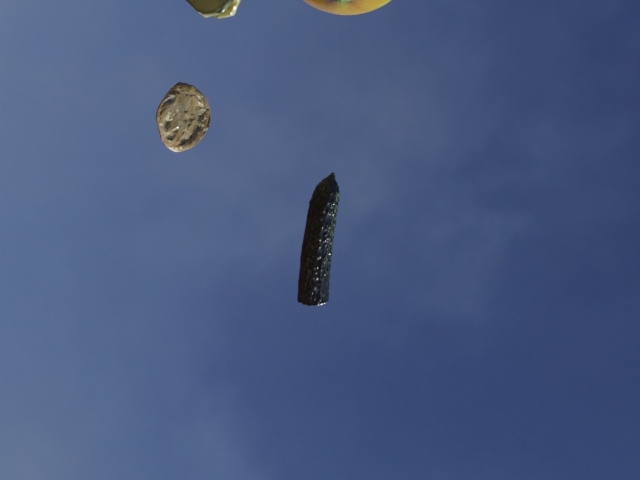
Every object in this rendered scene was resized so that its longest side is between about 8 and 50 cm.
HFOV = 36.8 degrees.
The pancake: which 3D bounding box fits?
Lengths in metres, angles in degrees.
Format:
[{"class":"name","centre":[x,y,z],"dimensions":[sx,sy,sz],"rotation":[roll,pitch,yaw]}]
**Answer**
[{"class":"pancake","centre":[-0.270,-0.240,1.884],"dimensions":[0.022,0.139,0.140],"rotation":[21,-92,36]}]

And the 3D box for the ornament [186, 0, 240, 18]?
[{"class":"ornament","centre":[-0.184,-0.519,1.735],"dimensions":[0.180,0.059,0.201],"rotation":[49,-63,21]}]

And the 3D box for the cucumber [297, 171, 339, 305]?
[{"class":"cucumber","centre":[-0.002,-0.001,2.040],"dimensions":[0.072,0.072,0.300],"rotation":[30,-63,58]}]

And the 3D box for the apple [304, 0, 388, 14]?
[{"class":"apple","centre":[0.046,-0.693,2.197],"dimensions":[0.374,0.383,0.374],"rotation":[18,90,-86]}]
